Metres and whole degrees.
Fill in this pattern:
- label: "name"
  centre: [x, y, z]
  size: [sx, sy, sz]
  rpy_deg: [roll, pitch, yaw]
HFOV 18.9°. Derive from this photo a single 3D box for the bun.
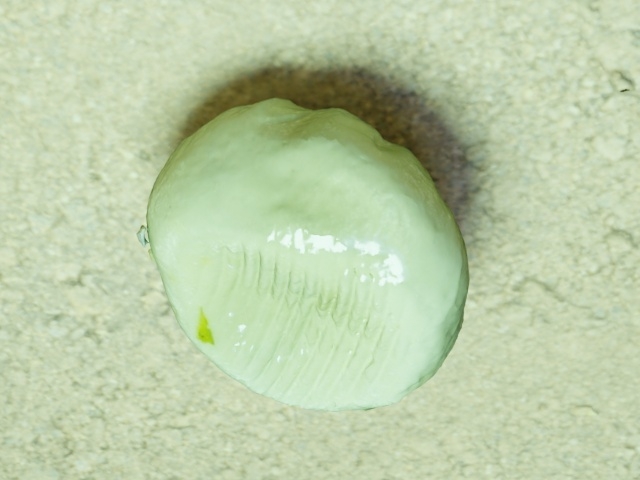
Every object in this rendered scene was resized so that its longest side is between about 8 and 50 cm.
- label: "bun"
  centre: [0.000, 0.000, 1.428]
  size: [0.259, 0.160, 0.259]
  rpy_deg: [15, 141, 12]
